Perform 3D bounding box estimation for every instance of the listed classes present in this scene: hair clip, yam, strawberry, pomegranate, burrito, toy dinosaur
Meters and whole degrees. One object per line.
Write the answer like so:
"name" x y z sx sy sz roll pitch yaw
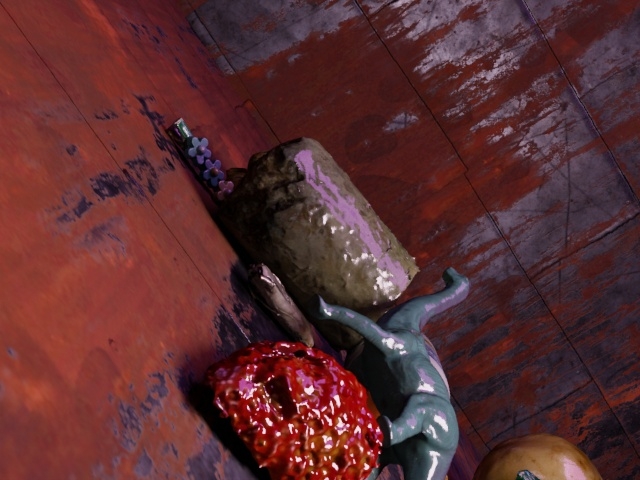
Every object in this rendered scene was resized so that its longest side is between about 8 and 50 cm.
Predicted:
"hair clip" -0.175 -0.108 1.131 0.173 0.049 0.049 56 5 -23
"yam" 0.000 0.000 1.097 0.300 0.195 0.195 50 6 -6
"strawberry" -0.023 0.140 0.678 0.228 0.098 0.174 53 5 -41
"pomegranate" 0.492 0.585 1.621 0.332 0.332 0.332 56 5 -8
"burrito" -0.054 0.090 1.017 0.051 0.042 0.171 48 -5 46
"toy dinosaur" 0.147 0.188 0.904 0.331 0.129 0.383 1 52 -38

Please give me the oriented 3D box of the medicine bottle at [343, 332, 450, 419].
"medicine bottle" 0.108 0.217 1.097 0.157 0.157 0.289 57 5 0

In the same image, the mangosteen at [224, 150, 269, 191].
"mangosteen" -0.079 -0.080 1.265 0.180 0.166 0.166 31 10 -9

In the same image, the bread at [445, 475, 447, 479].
"bread" 0.195 0.415 1.333 0.083 0.046 0.081 55 0 -3

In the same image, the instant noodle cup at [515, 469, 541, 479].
"instant noodle cup" 0.390 0.553 1.308 0.240 0.178 0.240 36 6 -5
